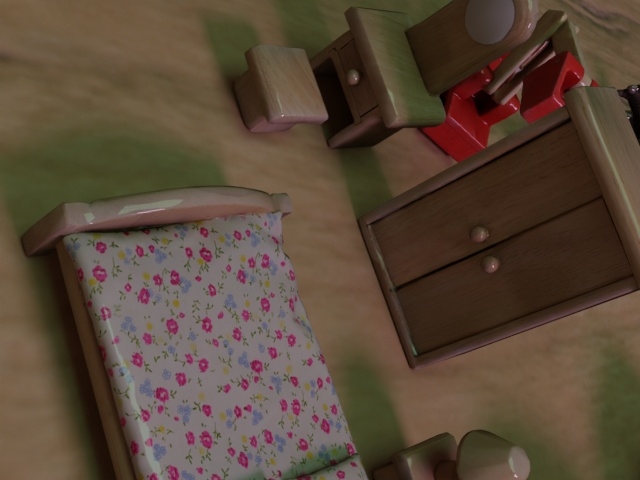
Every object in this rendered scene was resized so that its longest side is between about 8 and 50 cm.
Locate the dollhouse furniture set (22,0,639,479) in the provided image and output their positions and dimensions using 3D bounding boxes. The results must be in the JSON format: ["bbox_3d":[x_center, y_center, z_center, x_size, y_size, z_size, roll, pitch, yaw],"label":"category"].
[{"bbox_3d":[0.000,0.000,0.428,0.355,0.173,0.303,-8,74,-47],"label":"dollhouse furniture set"}]

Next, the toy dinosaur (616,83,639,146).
[{"bbox_3d":[0.287,-0.042,0.801,0.313,0.121,0.160,5,78,-48],"label":"toy dinosaur"}]

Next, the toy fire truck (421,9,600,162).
[{"bbox_3d":[0.136,-0.122,0.654,0.047,0.135,0.192,39,47,-24],"label":"toy fire truck"}]
